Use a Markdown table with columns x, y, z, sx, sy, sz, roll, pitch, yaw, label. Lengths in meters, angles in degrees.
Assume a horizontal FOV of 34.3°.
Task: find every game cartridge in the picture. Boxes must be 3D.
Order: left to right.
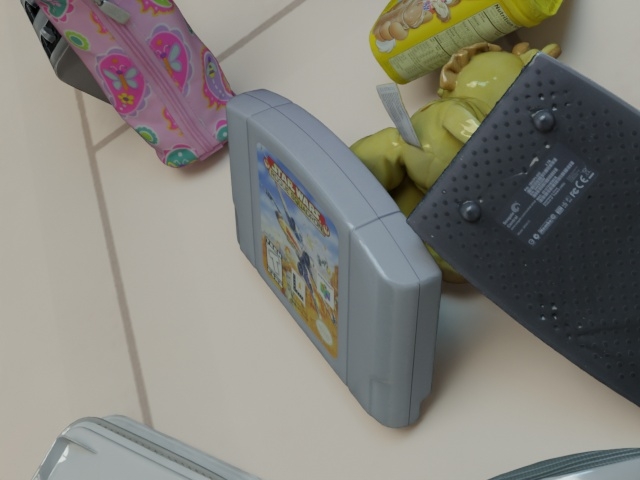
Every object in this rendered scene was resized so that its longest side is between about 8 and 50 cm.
| x | y | z | sx | sy | sz | roll | pitch | yaw | label |
| --- | --- | --- | --- | --- | --- | --- | --- | --- | --- |
| 0.000 | 0.000 | 0.907 | 0.062 | 0.198 | 0.297 | -24 | 46 | -19 | game cartridge |

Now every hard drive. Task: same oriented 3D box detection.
| x | y | z | sx | sy | sz | roll | pitch | yaw | label |
| --- | --- | --- | --- | --- | --- | --- | --- | --- | --- |
| 0.209 | 0.000 | 0.744 | 0.255 | 0.054 | 0.172 | 37 | 109 | 1 | hard drive |

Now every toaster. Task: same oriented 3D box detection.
| x | y | z | sx | sy | sz | roll | pitch | yaw | label |
| --- | --- | --- | --- | --- | --- | --- | --- | --- | --- |
| -0.248 | -0.249 | 1.224 | 0.110 | 0.186 | 0.168 | -48 | 49 | 18 | toaster |

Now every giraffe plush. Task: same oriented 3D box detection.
| x | y | z | sx | sy | sz | roll | pitch | yaw | label |
| --- | --- | --- | --- | --- | --- | --- | --- | --- | --- |
| 0.127 | -0.090 | 0.895 | 0.181 | 0.210 | 0.170 | 18 | 49 | 32 | giraffe plush |

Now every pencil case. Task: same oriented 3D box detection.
| x | y | z | sx | sy | sz | roll | pitch | yaw | label |
| --- | --- | --- | --- | --- | --- | --- | --- | --- | --- |
| -0.190 | -0.202 | 1.079 | 0.124 | 0.284 | 0.124 | -16 | 47 | 18 | pencil case |

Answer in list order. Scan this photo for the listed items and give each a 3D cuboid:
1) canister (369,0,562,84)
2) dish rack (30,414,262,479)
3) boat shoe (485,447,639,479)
| x | y | z | sx | sy | sz | roll | pitch | yaw | label |
| --- | --- | --- | --- | --- | --- | --- | --- | --- | --- |
| 0.138 | -0.222 | 0.967 | 0.170 | 0.073 | 0.126 | -22 | 27 | 40 | canister |
| -0.217 | 0.322 | 0.931 | 0.286 | 0.072 | 0.332 | 15 | 69 | 38 | dish rack |
| 0.146 | 0.214 | 0.769 | 0.226 | 0.083 | 0.075 | -19 | 85 | 17 | boat shoe |
